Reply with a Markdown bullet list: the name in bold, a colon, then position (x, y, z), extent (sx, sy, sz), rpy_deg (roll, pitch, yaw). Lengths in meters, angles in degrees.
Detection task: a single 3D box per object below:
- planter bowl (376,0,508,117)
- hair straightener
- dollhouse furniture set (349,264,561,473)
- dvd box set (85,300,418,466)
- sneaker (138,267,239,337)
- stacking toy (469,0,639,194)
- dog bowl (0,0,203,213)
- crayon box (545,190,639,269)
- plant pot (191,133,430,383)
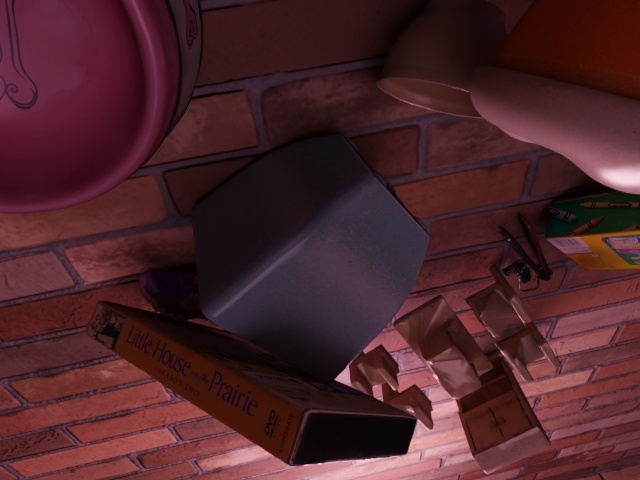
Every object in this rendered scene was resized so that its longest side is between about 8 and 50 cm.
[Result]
- **planter bowl**: position (0.162, -0.226, 0.550), extent (0.162, 0.162, 0.109), rpy_deg (12, 100, -23)
- **hair straightener**: position (0.407, 0.040, 0.910), extent (0.089, 0.047, 0.230), rpy_deg (-33, 134, 15)
- **dollhouse furniture set**: position (0.316, 0.276, 1.017), extent (0.362, 0.256, 0.394), rpy_deg (-34, 109, 15)
- **dvd box set**: position (-0.105, 0.201, 0.666), extent (0.308, 0.420, 0.062), rpy_deg (33, 74, -52)
- **sneaker**: position (-0.187, 0.086, 0.768), extent (0.236, 0.095, 0.104), rpy_deg (27, 115, -38)
- **stacking toy**: position (0.344, -0.258, 0.295), extent (0.351, 0.350, 0.479), rpy_deg (7, 115, -20)
- **dog bowl**: position (-0.325, -0.201, 0.439), extent (0.408, 0.150, 0.408), rpy_deg (-8, 132, -8)
- **crayon box**: position (0.562, -0.018, 0.761), extent (0.165, 0.081, 0.278), rpy_deg (27, 160, -32)
- **plant pot**: position (0.000, 0.000, 0.642), extent (0.252, 0.247, 0.248), rpy_deg (-41, 128, 13)
